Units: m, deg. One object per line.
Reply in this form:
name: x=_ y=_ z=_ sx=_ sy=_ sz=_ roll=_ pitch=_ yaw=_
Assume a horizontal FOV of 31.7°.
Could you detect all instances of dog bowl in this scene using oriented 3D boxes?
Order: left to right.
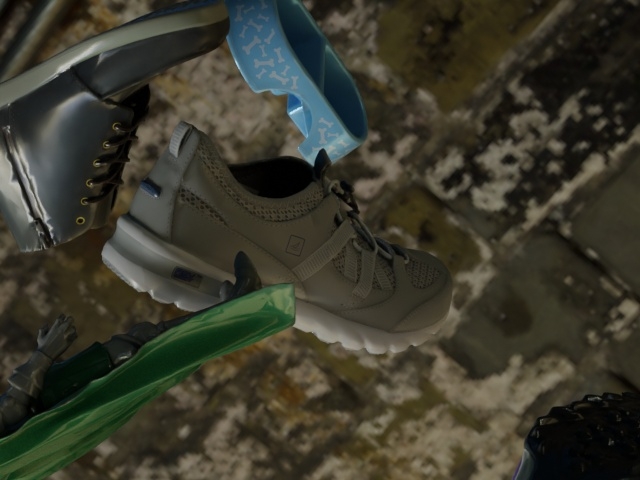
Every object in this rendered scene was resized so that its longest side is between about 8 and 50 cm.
dog bowl: x=-0.025 y=-0.230 z=1.563 sx=0.074 sy=0.297 sz=0.166 roll=-20 pitch=42 yaw=21

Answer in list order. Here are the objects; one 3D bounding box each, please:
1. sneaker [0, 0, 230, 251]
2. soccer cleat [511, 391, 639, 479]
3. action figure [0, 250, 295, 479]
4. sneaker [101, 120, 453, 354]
sneaker: x=-0.139 y=-0.077 z=0.764 sx=0.222 sy=0.118 sz=0.083 roll=-20 pitch=14 yaw=23
soccer cleat: x=0.157 y=0.191 z=0.689 sx=0.318 sy=0.108 sz=0.116 roll=-27 pitch=-56 yaw=-53
action figure: x=-0.132 y=0.082 z=0.601 sx=0.232 sy=0.063 sz=0.137 roll=-28 pitch=-14 yaw=-24
sneaker: x=0.000 y=0.000 z=0.749 sx=0.105 sy=0.281 sz=0.115 roll=34 pitch=105 yaw=44
